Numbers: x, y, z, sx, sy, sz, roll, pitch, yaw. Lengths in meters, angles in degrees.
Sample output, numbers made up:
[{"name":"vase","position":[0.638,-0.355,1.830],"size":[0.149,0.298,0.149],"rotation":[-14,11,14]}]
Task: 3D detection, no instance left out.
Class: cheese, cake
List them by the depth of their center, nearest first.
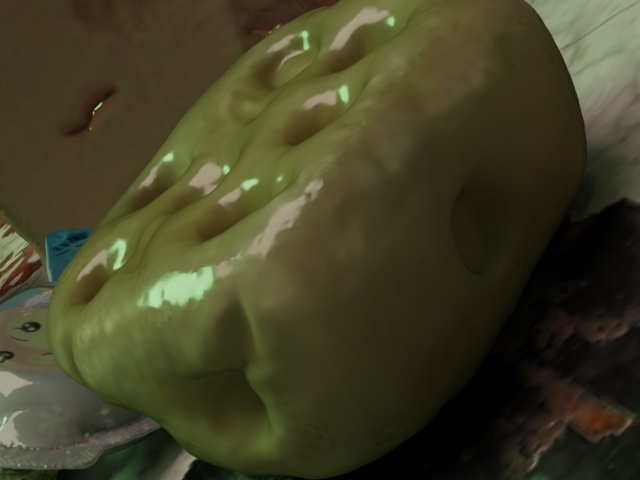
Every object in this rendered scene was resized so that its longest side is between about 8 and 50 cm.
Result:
[{"name":"cheese","position":[0.000,0.000,0.543],"size":[0.235,0.117,0.218],"rotation":[-36,21,20]},{"name":"cheese","position":[-0.118,0.048,0.724],"size":[0.135,0.052,0.245],"rotation":[3,26,6]},{"name":"cake","position":[-0.158,-0.198,1.013],"size":[0.293,0.314,0.307],"rotation":[-36,18,18]}]

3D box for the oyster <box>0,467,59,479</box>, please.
[{"name":"oyster","position":[-0.197,0.134,0.761],"size":[0.177,0.064,0.125],"rotation":[-36,27,17]}]
